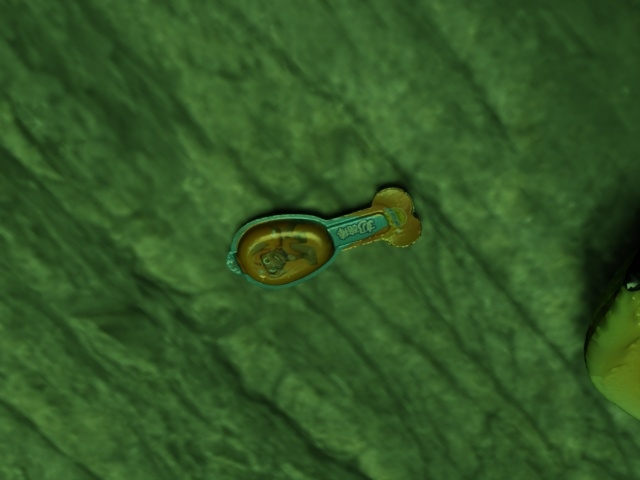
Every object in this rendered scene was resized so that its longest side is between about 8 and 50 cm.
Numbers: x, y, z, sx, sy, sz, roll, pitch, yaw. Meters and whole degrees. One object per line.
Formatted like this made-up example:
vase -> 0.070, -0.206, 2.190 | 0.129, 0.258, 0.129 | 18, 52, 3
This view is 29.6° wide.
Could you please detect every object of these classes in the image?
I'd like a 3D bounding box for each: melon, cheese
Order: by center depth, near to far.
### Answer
melon -> 0.206, 0.048, 0.646 | 0.160, 0.079, 0.128 | 25, 140, -13
cheese -> 0.000, -0.001, 0.658 | 0.111, 0.017, 0.047 | -17, 123, 14
